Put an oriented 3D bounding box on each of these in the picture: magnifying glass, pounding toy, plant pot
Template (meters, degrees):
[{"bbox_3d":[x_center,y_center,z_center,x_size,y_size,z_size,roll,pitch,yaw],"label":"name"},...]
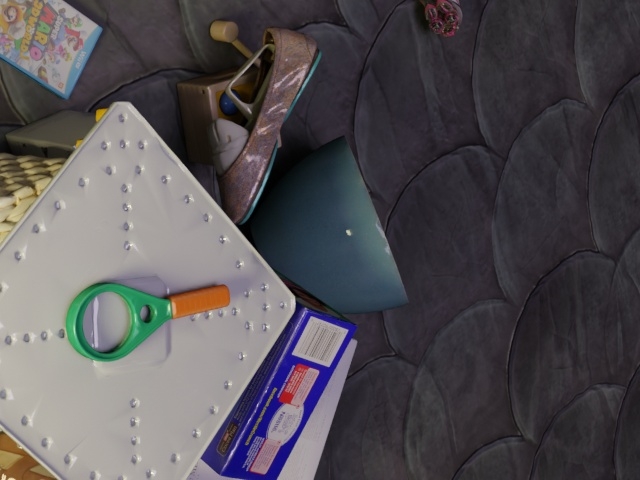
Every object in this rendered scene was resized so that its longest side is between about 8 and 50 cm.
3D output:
[{"bbox_3d":[-0.203,0.086,1.576,0.231,0.026,0.092,-11,99,-41],"label":"magnifying glass"},{"bbox_3d":[-0.123,-0.239,2.044,0.181,0.094,0.206,-22,113,-38],"label":"pounding toy"},{"bbox_3d":[0.000,0.000,2.115,0.195,0.290,0.290,-21,118,2],"label":"plant pot"}]

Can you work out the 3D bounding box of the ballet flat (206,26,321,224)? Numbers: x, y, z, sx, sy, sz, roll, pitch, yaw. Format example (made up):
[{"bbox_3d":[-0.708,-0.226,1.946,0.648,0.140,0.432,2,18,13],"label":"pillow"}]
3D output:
[{"bbox_3d":[-0.106,-0.178,1.954,0.106,0.107,0.316,28,74,-21],"label":"ballet flat"}]

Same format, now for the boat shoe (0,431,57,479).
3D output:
[{"bbox_3d":[-0.327,0.342,1.920,0.324,0.122,0.120,11,80,-27],"label":"boat shoe"}]

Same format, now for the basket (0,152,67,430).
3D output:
[{"bbox_3d":[-0.448,0.064,1.645,0.328,0.331,0.266,-29,115,-37],"label":"basket"}]

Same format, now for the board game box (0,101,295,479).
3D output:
[{"bbox_3d":[-0.241,0.100,1.590,0.390,0.050,0.390,52,58,-32],"label":"board game box"}]

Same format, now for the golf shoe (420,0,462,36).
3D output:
[{"bbox_3d":[0.194,-0.454,2.325,0.186,0.067,0.086,62,27,-26],"label":"golf shoe"}]

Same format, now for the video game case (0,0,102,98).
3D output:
[{"bbox_3d":[-0.393,-0.289,1.839,0.166,0.015,0.119,34,75,-42],"label":"video game case"}]

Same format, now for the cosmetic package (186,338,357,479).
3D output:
[{"bbox_3d":[-0.118,0.299,2.154,0.284,0.097,0.377,24,82,-44],"label":"cosmetic package"}]

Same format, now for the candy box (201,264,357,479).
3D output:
[{"bbox_3d":[-0.134,0.164,1.931,0.122,0.317,0.268,24,96,-45],"label":"candy box"}]

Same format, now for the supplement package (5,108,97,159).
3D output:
[{"bbox_3d":[-0.335,-0.110,1.815,0.105,0.179,0.105,-30,117,-35],"label":"supplement package"}]
